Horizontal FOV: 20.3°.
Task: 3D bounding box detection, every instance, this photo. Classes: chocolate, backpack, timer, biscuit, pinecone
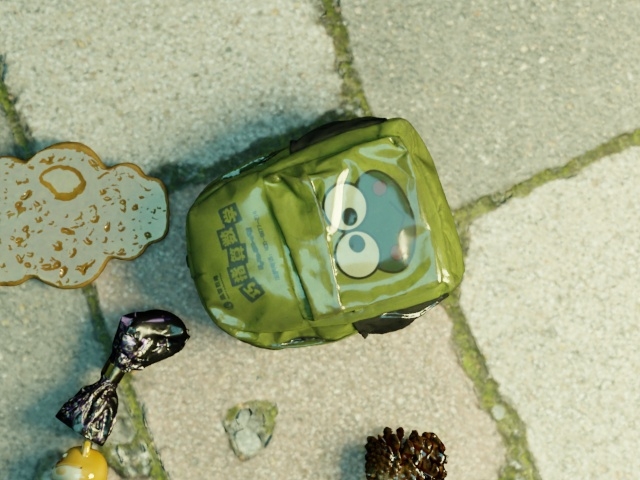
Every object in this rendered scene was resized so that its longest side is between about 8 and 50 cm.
[{"bbox_3d":[-0.193,0.125,1.723,0.070,0.072,0.147,24,73,40],"label":"chocolate"},{"bbox_3d":[0.000,0.000,1.702,0.253,0.140,0.207,-17,87,3],"label":"backpack"},{"bbox_3d":[-0.235,0.265,1.683,0.132,0.132,0.152,10,74,-2],"label":"timer"},{"bbox_3d":[-0.265,-0.023,1.739,0.236,0.040,0.144,-4,93,-4],"label":"biscuit"},{"bbox_3d":[0.082,0.215,1.720,0.083,0.077,0.077,-10,86,-37],"label":"pinecone"}]
